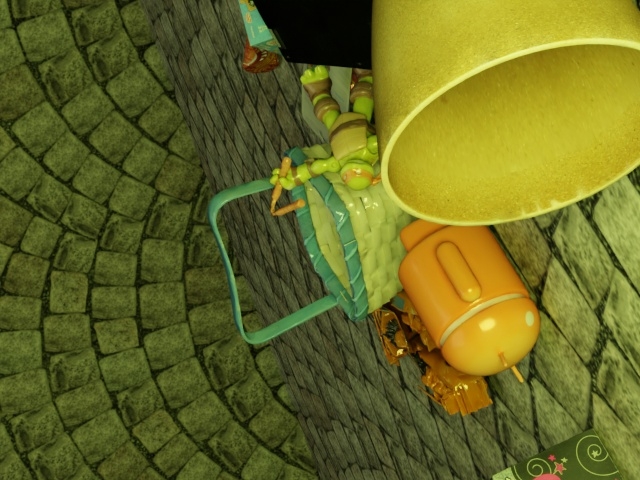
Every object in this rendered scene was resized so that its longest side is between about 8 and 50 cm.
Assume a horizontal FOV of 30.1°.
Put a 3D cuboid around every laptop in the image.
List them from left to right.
[{"bbox_3d":[-0.016,-0.423,1.391,0.408,0.236,0.382,13,147,41],"label":"laptop"}]

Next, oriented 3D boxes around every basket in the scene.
[{"bbox_3d":[0.000,0.000,1.635,0.201,0.289,0.255,47,154,46],"label":"basket"}]

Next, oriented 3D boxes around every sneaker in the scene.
[{"bbox_3d":[-0.100,-0.340,2.049,0.175,0.064,0.067,118,149,-68],"label":"sneaker"}]

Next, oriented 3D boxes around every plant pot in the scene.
[{"bbox_3d":[0.136,-0.179,0.969,0.237,0.237,0.254,88,170,-59],"label":"plant pot"}]

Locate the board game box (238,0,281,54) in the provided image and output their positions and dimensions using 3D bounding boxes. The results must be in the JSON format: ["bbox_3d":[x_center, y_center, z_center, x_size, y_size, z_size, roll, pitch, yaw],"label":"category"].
[{"bbox_3d":[-0.075,-0.354,1.577,0.160,0.039,0.211,-7,-99,-70],"label":"board game box"}]

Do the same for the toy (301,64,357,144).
[{"bbox_3d":[0.025,-0.230,1.673,0.237,0.056,0.137,90,155,-47],"label":"toy"}]

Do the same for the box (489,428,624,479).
[{"bbox_3d":[0.302,0.368,1.357,0.247,0.142,0.163,61,165,23],"label":"box"}]

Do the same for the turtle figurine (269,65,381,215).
[{"bbox_3d":[0.050,-0.142,1.502,0.087,0.269,0.217,36,-144,-40],"label":"turtle figurine"}]

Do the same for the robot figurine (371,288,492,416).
[{"bbox_3d":[0.149,0.140,1.735,0.291,0.085,0.211,-148,38,-70],"label":"robot figurine"}]

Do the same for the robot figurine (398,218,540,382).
[{"bbox_3d":[0.175,0.067,1.399,0.219,0.128,0.158,62,146,28],"label":"robot figurine"}]
